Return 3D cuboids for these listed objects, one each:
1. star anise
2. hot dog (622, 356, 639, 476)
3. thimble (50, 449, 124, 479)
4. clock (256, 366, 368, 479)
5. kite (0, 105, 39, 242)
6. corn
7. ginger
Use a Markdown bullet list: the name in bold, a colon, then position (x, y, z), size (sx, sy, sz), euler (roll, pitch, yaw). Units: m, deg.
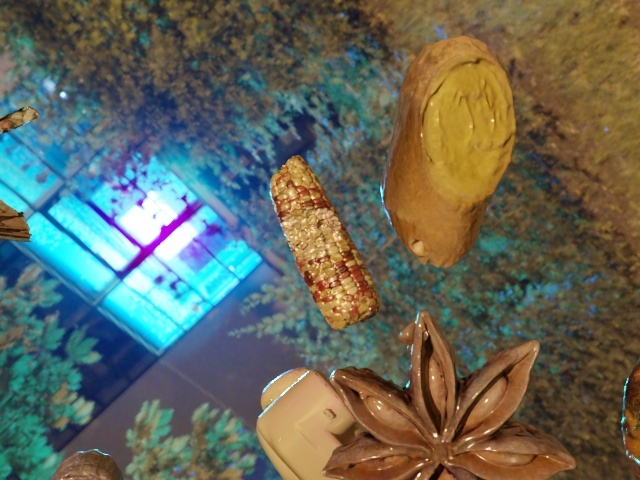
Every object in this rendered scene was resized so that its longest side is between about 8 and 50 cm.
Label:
- **star anise**: position (0.099, 0.154, 0.668), size (0.073, 0.212, 0.196), euler (-58, -44, -79)
- **hot dog**: position (0.500, 0.206, 1.054), size (0.122, 0.272, 0.196), euler (22, 162, -3)
- **thimble**: position (-0.454, 0.489, 1.523), size (0.150, 0.150, 0.098), euler (46, -178, -12)
- **clock**: position (0.037, 0.273, 0.927), size (0.284, 0.114, 0.309), euler (46, 173, -3)
- **kite**: position (-0.458, -0.097, 0.928), size (0.335, 0.011, 0.314), euler (40, -137, 13)
- **corn**: position (0.000, 0.000, 1.215), size (0.289, 0.098, 0.098), euler (65, -173, 14)
- **ginger**: position (0.139, -0.107, 0.933), size (0.130, 0.275, 0.221), euler (10, 174, -9)
